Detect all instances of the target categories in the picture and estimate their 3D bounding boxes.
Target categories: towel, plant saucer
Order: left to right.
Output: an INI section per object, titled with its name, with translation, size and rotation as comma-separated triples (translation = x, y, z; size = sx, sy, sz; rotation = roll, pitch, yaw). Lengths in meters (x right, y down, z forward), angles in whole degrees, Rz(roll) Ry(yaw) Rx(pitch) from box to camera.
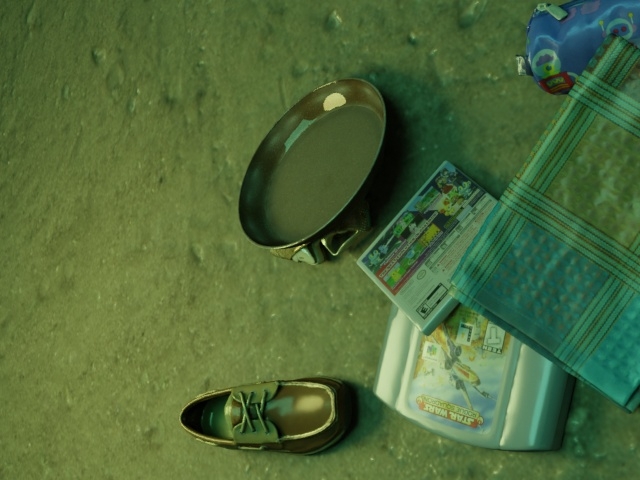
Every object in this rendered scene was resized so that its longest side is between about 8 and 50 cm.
[plant saucer]
translation = -0.006, -0.114, 1.506
size = 0.310, 0.050, 0.311
rotation = -30, 42, 30
[towel]
translation = 0.348, -0.017, 1.122
size = 0.271, 0.040, 0.370
rotation = 34, 106, 14

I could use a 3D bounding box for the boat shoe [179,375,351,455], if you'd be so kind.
[boat shoe]
translation = -0.096, 0.279, 1.503
size = 0.324, 0.120, 0.123
rotation = -18, 69, 40

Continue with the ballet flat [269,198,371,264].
[ballet flat]
translation = 0.000, 0.000, 1.515
size = 0.206, 0.073, 0.067
rotation = -31, 74, 39

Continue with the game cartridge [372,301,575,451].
[game cartridge]
translation = 0.200, 0.171, 1.291
size = 0.297, 0.062, 0.198
rotation = 11, 84, 45

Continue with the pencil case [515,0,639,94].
[pencil case]
translation = 0.391, -0.265, 1.154
size = 0.306, 0.133, 0.119
rotation = -10, 45, 42

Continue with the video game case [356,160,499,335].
[video game case]
translation = 0.164, 0.007, 1.338
size = 0.201, 0.023, 0.183
rotation = -49, 43, 6
